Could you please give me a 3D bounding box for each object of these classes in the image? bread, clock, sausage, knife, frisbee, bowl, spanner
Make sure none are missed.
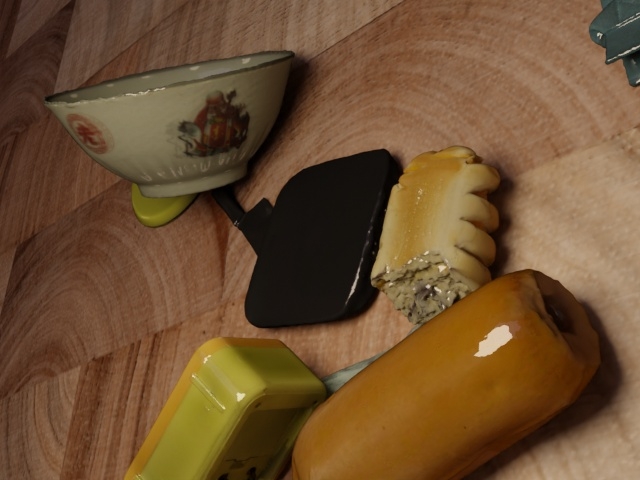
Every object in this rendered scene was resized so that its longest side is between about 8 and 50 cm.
[{"bbox_3d":[0.119,-0.007,0.886,0.119,0.084,0.177,-8,61,45],"label":"bread"},{"bbox_3d":[-0.098,0.202,0.936,0.096,0.143,0.202,39,107,32],"label":"clock"},{"bbox_3d":[0.081,0.159,0.810,0.354,0.116,0.134,-42,51,30],"label":"sausage"},{"bbox_3d":[-0.082,-0.022,1.185,0.060,0.028,0.230,-47,41,6],"label":"knife"},{"bbox_3d":[-0.225,-0.130,1.422,0.236,0.017,0.236,-27,49,36],"label":"frisbee"},{"bbox_3d":[-0.184,-0.149,1.226,0.337,0.337,0.157,9,115,51],"label":"bowl"},{"bbox_3d":[0.012,0.156,0.964,0.302,0.017,0.071,-27,49,37],"label":"spanner"}]

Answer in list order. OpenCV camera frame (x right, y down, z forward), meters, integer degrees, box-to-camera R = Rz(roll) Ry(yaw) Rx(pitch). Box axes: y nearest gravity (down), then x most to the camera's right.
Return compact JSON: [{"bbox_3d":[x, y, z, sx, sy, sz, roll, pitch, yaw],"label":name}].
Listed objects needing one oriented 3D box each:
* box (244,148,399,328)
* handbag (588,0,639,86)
[{"bbox_3d":[0.000,0.000,1.055,0.201,0.042,0.212,-9,60,45],"label":"box"},{"bbox_3d":[0.325,-0.270,0.837,0.179,0.062,0.229,-26,49,41],"label":"handbag"}]
